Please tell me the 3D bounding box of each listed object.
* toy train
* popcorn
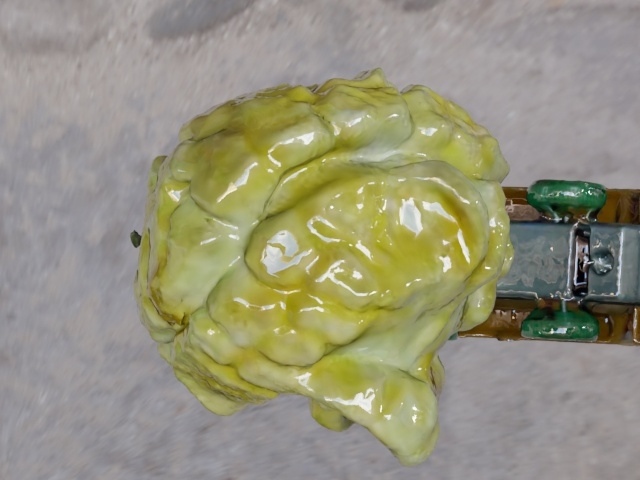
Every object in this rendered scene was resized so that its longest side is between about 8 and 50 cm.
[{"bbox_3d":[0.114,0.015,1.112,0.228,0.136,0.091,1,85,24],"label":"toy train"},{"bbox_3d":[0.000,0.000,0.677,0.141,0.135,0.162,-34,44,2],"label":"popcorn"}]
